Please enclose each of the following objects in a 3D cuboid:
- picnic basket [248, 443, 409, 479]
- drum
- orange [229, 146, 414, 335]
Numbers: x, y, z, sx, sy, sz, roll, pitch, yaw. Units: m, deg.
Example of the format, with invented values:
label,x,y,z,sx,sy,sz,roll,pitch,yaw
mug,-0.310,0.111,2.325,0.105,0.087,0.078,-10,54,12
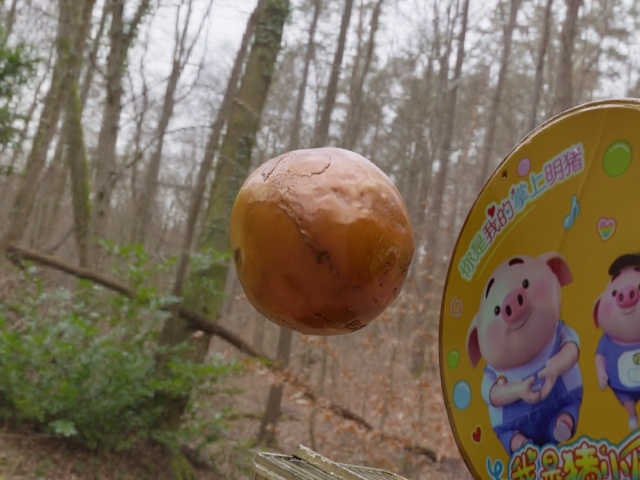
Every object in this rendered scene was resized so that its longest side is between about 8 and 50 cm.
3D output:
label,x,y,z,sx,sy,sz,roll,pitch,yaw
picnic basket,0.054,0.389,1.102,0.313,0.175,0.228,23,-7,-43
drum,0.318,0.086,0.808,0.214,0.431,0.431,10,-6,-26
orange,0.000,0.000,1.053,0.240,0.240,0.240,7,-6,1
